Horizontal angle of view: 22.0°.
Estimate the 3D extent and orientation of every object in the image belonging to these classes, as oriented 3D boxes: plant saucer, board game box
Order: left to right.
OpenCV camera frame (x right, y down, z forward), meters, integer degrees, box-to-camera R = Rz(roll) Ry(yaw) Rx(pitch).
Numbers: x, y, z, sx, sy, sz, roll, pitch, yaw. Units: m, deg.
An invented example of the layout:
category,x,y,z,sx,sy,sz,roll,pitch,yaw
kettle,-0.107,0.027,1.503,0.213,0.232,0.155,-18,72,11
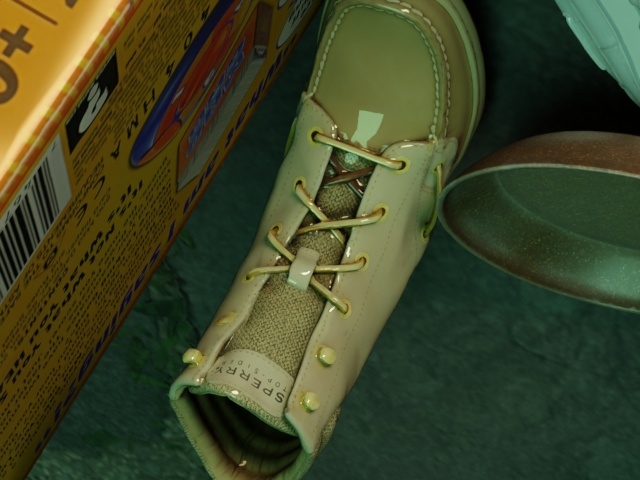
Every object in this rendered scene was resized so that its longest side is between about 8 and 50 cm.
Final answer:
category,x,y,z,sx,sy,sz,roll,pitch,yaw
board game box,-0.209,-0.134,0.676,0.356,0.357,0.356,30,164,4
plant saucer,0.159,-0.010,0.846,0.198,0.036,0.198,14,162,5

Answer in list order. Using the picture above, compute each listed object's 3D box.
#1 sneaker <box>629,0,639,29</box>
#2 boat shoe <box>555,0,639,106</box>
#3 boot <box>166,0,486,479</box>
category,x,y,z,sx,sy,sz,roll,pitch,yaw
sneaker,0.175,-0.121,0.679,0.099,0.121,0.262,-39,122,8
boat shoe,0.148,-0.110,0.793,0.184,0.066,0.063,45,166,-28
boot,0.000,0.000,0.860,0.095,0.203,0.262,24,143,10
